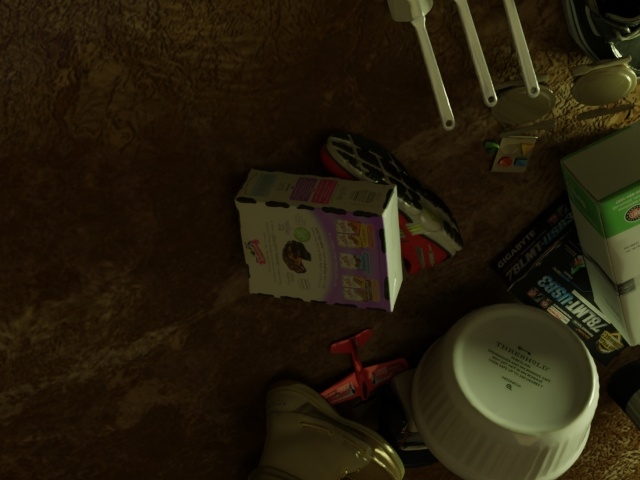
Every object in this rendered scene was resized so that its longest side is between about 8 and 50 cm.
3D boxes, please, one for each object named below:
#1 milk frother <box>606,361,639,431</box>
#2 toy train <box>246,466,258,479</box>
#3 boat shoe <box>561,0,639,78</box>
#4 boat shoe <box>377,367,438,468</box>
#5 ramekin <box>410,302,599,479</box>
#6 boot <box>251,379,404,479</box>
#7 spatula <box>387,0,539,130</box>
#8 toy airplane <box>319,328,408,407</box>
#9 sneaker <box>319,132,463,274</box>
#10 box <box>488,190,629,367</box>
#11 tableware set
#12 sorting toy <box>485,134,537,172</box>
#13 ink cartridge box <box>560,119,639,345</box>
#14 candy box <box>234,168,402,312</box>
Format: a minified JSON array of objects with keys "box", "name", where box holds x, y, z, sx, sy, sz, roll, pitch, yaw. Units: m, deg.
[{"box":[0.570,0.251,2.323,0.129,0.135,0.143,12,119,-34],"name":"milk frother"},{"box":[0.010,0.461,2.165,0.142,0.190,0.334,-39,133,5],"name":"toy train"},{"box":[0.373,-0.306,1.804,0.121,0.119,0.335,-39,134,5],"name":"boat shoe"},{"box":[0.239,0.248,2.183,0.340,0.127,0.158,-10,144,-19],"name":"boat shoe"},{"box":[0.272,0.212,2.033,0.273,0.273,0.127,-12,150,-18],"name":"ramekin"},{"box":[0.010,0.345,2.036,0.095,0.203,0.262,-28,124,34],"name":"boot"},{"box":[0.181,-0.264,1.771,0.168,0.019,0.242,-23,118,-7],"name":"spatula"},{"box":[0.054,0.189,2.088,0.151,0.028,0.151,-15,129,-19],"name":"toy airplane"},{"box":[0.080,-0.034,1.884,0.118,0.107,0.279,-36,130,18],"name":"sneaker"},{"box":[0.446,0.020,2.125,0.293,0.073,0.295,-44,130,12],"name":"box"},{"box":[0.320,-0.203,1.883,0.194,0.039,0.128,-12,150,8],"name":"tableware set"},{"box":[0.258,-0.119,1.964,0.083,0.012,0.062,0,125,-27],"name":"sorting toy"},{"box":[0.473,-0.021,1.979,0.211,0.121,0.289,-26,130,-5],"name":"ink cartridge box"},{"box":[0.000,0.000,1.819,0.196,0.070,0.165,7,132,15],"name":"candy box"}]
